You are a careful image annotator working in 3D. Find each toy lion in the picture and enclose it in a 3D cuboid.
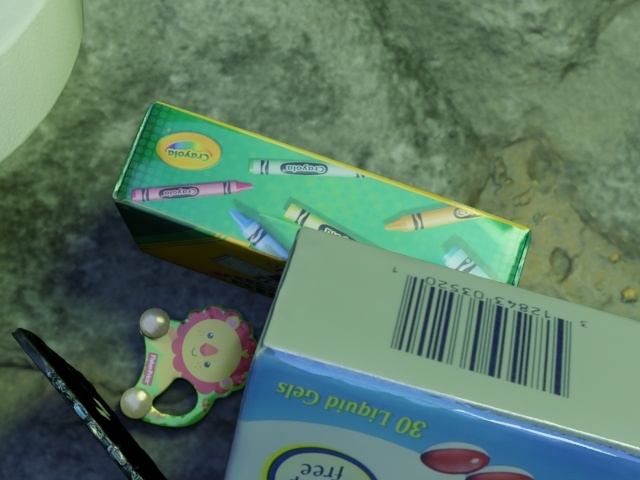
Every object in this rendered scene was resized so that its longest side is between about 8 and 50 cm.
[{"bbox_3d":[-0.097,0.096,1.031,0.096,0.034,0.100,14,77,-6],"label":"toy lion"}]

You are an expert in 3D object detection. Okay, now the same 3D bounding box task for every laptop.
[{"bbox_3d":[-0.149,0.213,0.896,0.136,0.234,0.264,-39,82,-10],"label":"laptop"}]

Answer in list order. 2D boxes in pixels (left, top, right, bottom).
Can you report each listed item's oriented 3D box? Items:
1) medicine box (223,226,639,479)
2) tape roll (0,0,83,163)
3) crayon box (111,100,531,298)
[{"bbox_3d":[0.071,0.174,0.879,0.263,0.289,0.149,15,32,3],"label":"medicine box"},{"bbox_3d":[-0.340,-0.138,0.823,0.392,0.072,0.392,-2,45,2],"label":"tape roll"},{"bbox_3d":[0.000,0.000,0.984,0.278,0.165,0.081,19,78,3],"label":"crayon box"}]
